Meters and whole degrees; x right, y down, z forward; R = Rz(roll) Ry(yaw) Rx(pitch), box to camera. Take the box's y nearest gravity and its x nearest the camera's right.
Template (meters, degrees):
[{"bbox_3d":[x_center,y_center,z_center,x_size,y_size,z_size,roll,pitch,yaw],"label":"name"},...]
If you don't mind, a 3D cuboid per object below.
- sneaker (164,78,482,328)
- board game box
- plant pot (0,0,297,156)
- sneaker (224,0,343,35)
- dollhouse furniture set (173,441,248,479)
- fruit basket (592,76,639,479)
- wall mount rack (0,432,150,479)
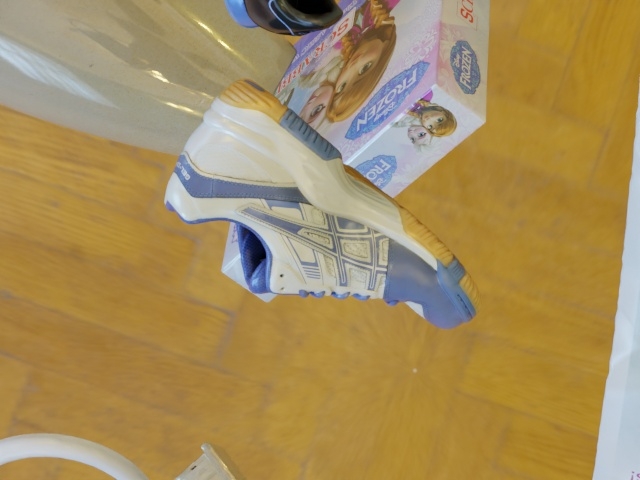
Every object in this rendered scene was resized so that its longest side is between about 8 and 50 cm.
[{"bbox_3d":[0.000,0.000,1.438,0.296,0.112,0.131,38,90,-26],"label":"sneaker"},{"bbox_3d":[0.039,-0.142,1.778,0.066,0.318,0.318,34,127,-22],"label":"board game box"},{"bbox_3d":[-0.170,-0.194,1.704,0.274,0.256,0.256,29,88,-3],"label":"plant pot"},{"bbox_3d":[-0.042,-0.260,1.322,0.081,0.090,0.232,-40,126,-34],"label":"sneaker"},{"bbox_3d":[-0.020,0.242,1.584,0.101,0.182,0.161,-41,71,5],"label":"dollhouse furniture set"},{"bbox_3d":[0.260,0.111,0.686,0.327,0.165,0.353,15,124,18],"label":"fruit basket"},{"bbox_3d":[-0.049,0.246,0.972,0.304,0.350,0.130,-15,40,22],"label":"wall mount rack"}]
